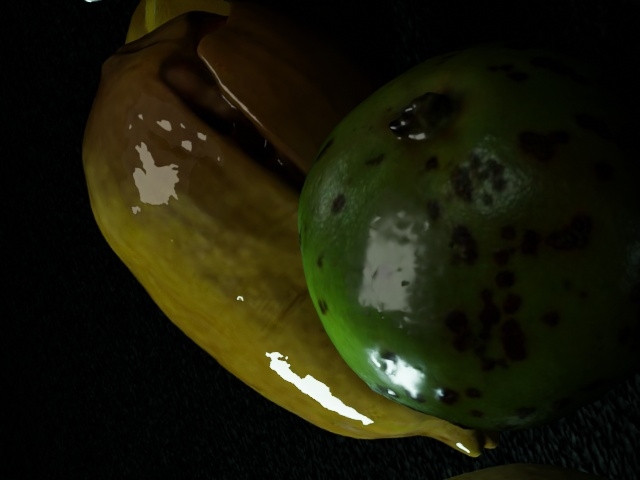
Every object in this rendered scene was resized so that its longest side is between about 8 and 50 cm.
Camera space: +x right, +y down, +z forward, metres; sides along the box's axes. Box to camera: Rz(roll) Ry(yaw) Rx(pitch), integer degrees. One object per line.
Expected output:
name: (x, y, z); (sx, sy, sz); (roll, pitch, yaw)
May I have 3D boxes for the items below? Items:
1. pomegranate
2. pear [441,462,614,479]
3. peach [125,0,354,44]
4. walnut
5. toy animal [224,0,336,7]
pomegranate: (0.101, 0.010, 0.949); (0.211, 0.211, 0.263); (58, -178, 43)
pear: (0.089, 0.271, 0.929); (0.309, 0.309, 0.309); (171, 90, -67)
peach: (-0.063, -0.102, 1.320); (0.251, 0.153, 0.251); (30, 126, 52)
walnut: (0.000, 0.000, 1.111); (0.336, 0.209, 0.209); (51, 156, -5)
toy animal: (-0.018, -0.229, 1.155); (0.298, 0.122, 0.185); (39, 101, 42)
